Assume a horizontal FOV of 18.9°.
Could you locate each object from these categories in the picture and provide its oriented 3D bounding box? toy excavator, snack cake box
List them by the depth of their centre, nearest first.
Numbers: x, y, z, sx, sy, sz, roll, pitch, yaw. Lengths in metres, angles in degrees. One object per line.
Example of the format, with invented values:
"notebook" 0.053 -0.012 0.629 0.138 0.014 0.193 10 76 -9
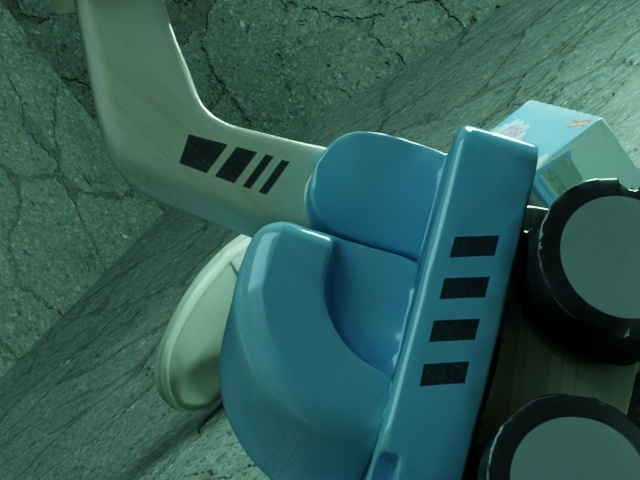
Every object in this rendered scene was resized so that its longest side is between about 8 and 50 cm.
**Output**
"toy excavator" 0.000 0.000 1.220 0.222 0.445 0.432 112 173 -66
"snack cake box" 0.240 -0.042 1.829 0.089 0.152 0.264 -38 10 -2

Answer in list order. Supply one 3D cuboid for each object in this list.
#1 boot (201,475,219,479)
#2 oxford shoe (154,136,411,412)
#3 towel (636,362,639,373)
"boot" -0.119 0.267 1.825 0.248 0.090 0.207 -37 12 18
"oxford shoe" -0.017 0.047 2.341 0.449 0.169 0.130 -41 47 -13
"towel" 0.252 0.057 1.488 0.248 0.038 0.325 -34 -2 12
